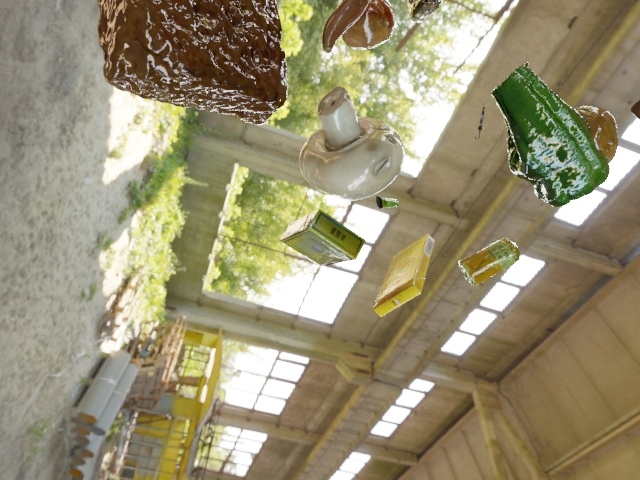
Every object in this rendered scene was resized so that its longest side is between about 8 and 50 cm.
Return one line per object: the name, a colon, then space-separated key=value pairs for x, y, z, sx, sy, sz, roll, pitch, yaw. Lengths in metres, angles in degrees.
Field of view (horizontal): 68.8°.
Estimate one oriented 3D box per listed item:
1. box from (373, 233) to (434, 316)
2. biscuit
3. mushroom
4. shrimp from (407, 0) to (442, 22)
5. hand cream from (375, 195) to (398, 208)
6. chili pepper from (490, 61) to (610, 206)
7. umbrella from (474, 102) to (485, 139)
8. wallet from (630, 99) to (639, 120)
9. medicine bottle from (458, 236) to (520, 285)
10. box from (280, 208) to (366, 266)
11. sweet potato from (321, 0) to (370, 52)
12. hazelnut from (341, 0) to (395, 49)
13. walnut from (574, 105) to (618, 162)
box: x=0.244 y=0.095 z=1.347 sx=0.152 sy=0.043 sz=0.269 roll=-41 pitch=-171 yaw=35
biscuit: x=-0.248 y=-0.447 z=0.976 sx=0.166 sy=0.395 sz=0.343 roll=-12 pitch=-98 yaw=43
mushroom: x=0.084 y=-0.286 z=1.553 sx=0.325 sy=0.353 sz=0.353 roll=-45 pitch=-156 yaw=24
shrimp: x=0.290 y=-0.675 z=1.249 sx=0.254 sy=0.059 sz=0.145 roll=-129 pitch=-144 yaw=-78
hand cream: x=0.180 y=-0.102 z=1.268 sx=0.023 sy=0.122 sz=0.036 roll=-14 pitch=-94 yaw=31
chili pepper: x=0.536 y=-0.243 z=1.147 sx=0.167 sy=0.385 sz=0.213 roll=-42 pitch=-166 yaw=-7
umbrella: x=0.642 y=-0.473 z=1.859 sx=0.022 sy=0.022 sz=0.149 roll=-62 pitch=162 yaw=-55
wallet: x=1.008 y=-0.419 z=1.361 sx=0.176 sy=0.026 sz=0.095 roll=-48 pitch=-126 yaw=37
medicine bottle: x=0.703 y=0.084 z=1.930 sx=0.238 sy=0.124 sz=0.124 roll=-30 pitch=-161 yaw=4
box: x=0.000 y=0.000 z=1.165 sx=0.064 sy=0.141 sz=0.220 roll=-62 pitch=-163 yaw=-19
sweet potato: x=0.077 y=-0.544 z=1.093 sx=0.255 sy=0.058 sz=0.078 roll=-48 pitch=-152 yaw=-2
hazelnut: x=0.148 y=-0.670 z=1.420 sx=0.182 sy=0.182 sz=0.182 roll=-163 pitch=-90 yaw=-79
walnut: x=0.782 y=-0.293 z=1.371 sx=0.167 sy=0.207 sz=0.167 roll=-23 pitch=-153 yaw=12
